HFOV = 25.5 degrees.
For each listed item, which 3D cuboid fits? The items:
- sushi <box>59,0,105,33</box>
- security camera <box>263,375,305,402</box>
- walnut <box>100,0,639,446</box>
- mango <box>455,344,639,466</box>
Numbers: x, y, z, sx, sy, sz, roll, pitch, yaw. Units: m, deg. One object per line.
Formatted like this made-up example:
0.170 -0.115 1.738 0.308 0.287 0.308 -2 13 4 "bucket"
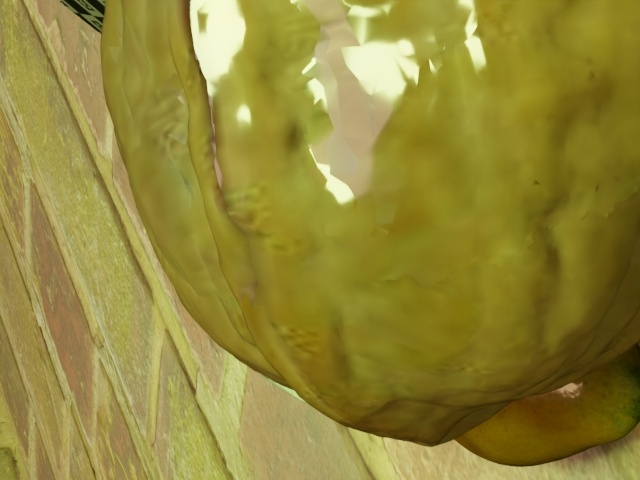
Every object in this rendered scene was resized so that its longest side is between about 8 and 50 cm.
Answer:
-0.152 -0.198 1.372 0.040 0.193 0.210 -55 21 -8 "sushi"
0.000 0.000 0.976 0.236 0.195 0.194 -149 51 -68 "security camera"
0.043 -0.069 0.693 0.306 0.306 0.344 -170 77 -68 "walnut"
0.124 0.074 0.828 0.111 0.089 0.163 61 146 6 "mango"
